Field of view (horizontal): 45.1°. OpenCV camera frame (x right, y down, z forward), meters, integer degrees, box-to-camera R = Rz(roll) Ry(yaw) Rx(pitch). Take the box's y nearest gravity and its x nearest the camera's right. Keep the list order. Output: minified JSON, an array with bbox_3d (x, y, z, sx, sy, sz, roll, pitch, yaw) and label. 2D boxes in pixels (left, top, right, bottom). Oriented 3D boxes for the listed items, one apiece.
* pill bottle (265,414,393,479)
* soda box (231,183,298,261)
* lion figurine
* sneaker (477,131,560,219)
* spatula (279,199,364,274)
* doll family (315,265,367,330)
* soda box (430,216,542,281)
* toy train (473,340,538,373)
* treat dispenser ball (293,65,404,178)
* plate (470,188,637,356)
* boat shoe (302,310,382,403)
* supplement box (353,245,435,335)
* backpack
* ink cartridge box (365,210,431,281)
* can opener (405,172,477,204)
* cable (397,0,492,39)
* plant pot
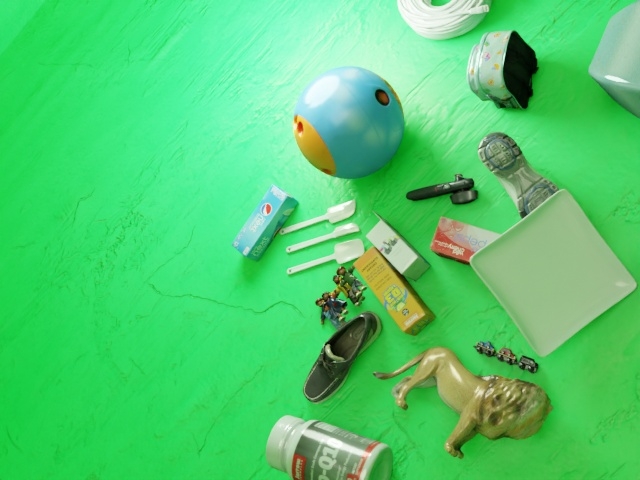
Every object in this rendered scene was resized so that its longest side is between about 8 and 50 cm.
[{"bbox_3d":[0.018,0.532,1.873,0.283,0.161,0.161,12,83,29],"label":"pill bottle"},{"bbox_3d":[-0.155,-0.048,2.164,0.067,0.071,0.210,38,96,29],"label":"soda box"},{"bbox_3d":[0.320,0.344,1.782,0.392,0.142,0.240,38,89,34],"label":"lion figurine"},{"bbox_3d":[0.490,-0.131,1.835,0.111,0.129,0.297,-34,83,14],"label":"sneaker"},{"bbox_3d":[0.000,0.000,2.102,0.242,0.019,0.168,-19,70,22],"label":"spatula"},{"bbox_3d":[0.047,0.147,2.003,0.111,0.076,0.193,43,105,27],"label":"doll family"},{"bbox_3d":[0.402,0.026,1.850,0.263,0.083,0.092,19,86,29],"label":"soda box"},{"bbox_3d":[0.433,0.268,1.804,0.158,0.027,0.036,18,82,29],"label":"toy train"},{"bbox_3d":[0.072,-0.302,1.987,0.288,0.288,0.288,-7,74,26],"label":"treat dispenser ball"},{"bbox_3d":[0.516,0.073,1.729,0.278,0.045,0.277,-36,89,-3],"label":"plate"},{"bbox_3d":[0.042,0.293,1.962,0.285,0.092,0.103,-50,61,8],"label":"boat shoe"},{"bbox_3d":[0.185,0.126,1.941,0.078,0.080,0.233,-43,64,13],"label":"supplement box"},{"bbox_3d":[0.440,-0.422,1.886,0.144,0.188,0.166,12,83,29],"label":"backpack"},{"bbox_3d":[0.186,0.014,1.953,0.061,0.104,0.181,-46,61,9],"label":"ink cartridge box"},{"bbox_3d":[0.304,-0.126,1.954,0.186,0.059,0.073,-6,75,26],"label":"can opener"},{"bbox_3d":[0.335,-0.666,2.062,0.257,0.089,0.257,-16,70,24],"label":"cable"},{"bbox_3d":[0.750,-0.390,1.696,0.252,0.247,0.247,21,87,48],"label":"plant pot"}]
